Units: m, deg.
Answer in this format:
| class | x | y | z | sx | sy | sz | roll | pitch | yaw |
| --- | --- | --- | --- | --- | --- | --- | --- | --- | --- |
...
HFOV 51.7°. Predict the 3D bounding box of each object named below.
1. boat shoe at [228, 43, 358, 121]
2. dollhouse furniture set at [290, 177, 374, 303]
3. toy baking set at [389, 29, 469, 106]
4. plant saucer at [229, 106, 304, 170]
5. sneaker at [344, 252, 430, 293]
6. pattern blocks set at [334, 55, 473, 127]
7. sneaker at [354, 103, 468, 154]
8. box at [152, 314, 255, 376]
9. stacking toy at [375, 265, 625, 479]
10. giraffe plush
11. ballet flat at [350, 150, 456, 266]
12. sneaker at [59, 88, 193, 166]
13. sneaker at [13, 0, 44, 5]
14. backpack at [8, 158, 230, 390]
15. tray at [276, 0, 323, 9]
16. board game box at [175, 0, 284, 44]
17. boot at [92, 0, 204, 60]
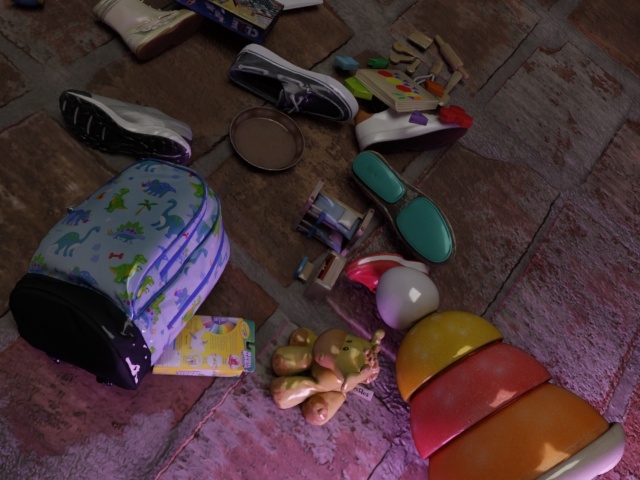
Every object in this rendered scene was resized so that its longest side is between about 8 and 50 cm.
| class | x | y | z | sx | sy | sz | roll | pitch | yaw |
| --- | --- | --- | --- | --- | --- | --- | --- | --- | --- |
| boat shoe | -0.064 | -0.334 | 1.486 | 0.301 | 0.108 | 0.102 | 29 | 57 | -1 |
| dollhouse furniture set | 0.000 | 0.000 | 1.312 | 0.129 | 0.129 | 0.184 | 31 | 56 | -2 |
| toy baking set | 0.290 | -0.451 | 1.732 | 0.196 | 0.030 | 0.256 | -23 | 67 | -23 |
| plant saucer | -0.118 | -0.218 | 1.447 | 0.168 | 0.029 | 0.168 | 9 | 60 | -15 |
| sneaker | 0.150 | 0.101 | 1.320 | 0.221 | 0.087 | 0.128 | 6 | 63 | -35 |
| pattern blocks set | 0.182 | -0.355 | 1.563 | 0.285 | 0.026 | 0.325 | -2 | 39 | -26 |
| sneaker | 0.215 | -0.283 | 1.562 | 0.290 | 0.106 | 0.123 | -8 | 68 | -23 |
| box | -0.207 | 0.188 | 1.184 | 0.179 | 0.043 | 0.105 | 6 | 61 | -15 |
| stacking toy | 0.251 | 0.241 | 1.160 | 0.350 | 0.351 | 0.480 | -19 | 67 | -28 |
| giraffe plush | 0.029 | 0.224 | 1.175 | 0.210 | 0.170 | 0.181 | 13 | 59 | -14 |
| ballet flat | 0.187 | -0.068 | 1.431 | 0.107 | 0.106 | 0.316 | -36 | 71 | 3 |
| sneaker | -0.386 | -0.232 | 1.324 | 0.271 | 0.100 | 0.108 | 21 | 43 | -13 |
| sneaker | -0.646 | -0.598 | 1.432 | 0.082 | 0.069 | 0.209 | -4 | 65 | -19 |
| backpack | -0.307 | 0.031 | 1.116 | 0.290 | 0.273 | 0.355 | 17 | 35 | 29 |
| tray | -0.138 | -0.624 | 1.661 | 0.270 | 0.030 | 0.145 | -20 | 72 | -29 |
| board game box | -0.219 | -0.555 | 1.524 | 0.243 | 0.042 | 0.165 | 26 | 40 | -5 |
| boot | -0.380 | -0.509 | 1.481 | 0.165 | 0.077 | 0.213 | 42 | 57 | 8 |
